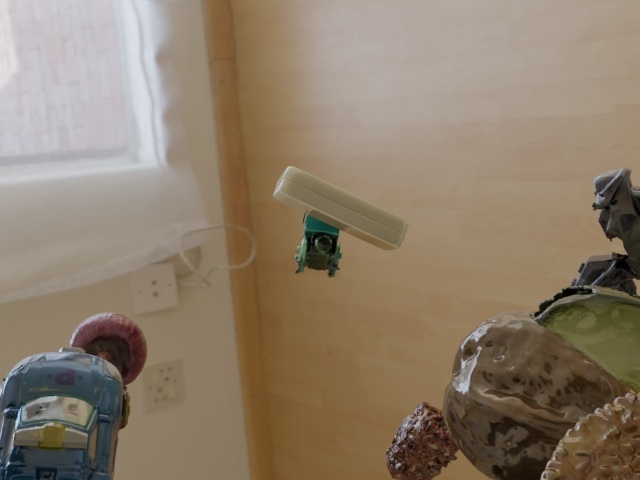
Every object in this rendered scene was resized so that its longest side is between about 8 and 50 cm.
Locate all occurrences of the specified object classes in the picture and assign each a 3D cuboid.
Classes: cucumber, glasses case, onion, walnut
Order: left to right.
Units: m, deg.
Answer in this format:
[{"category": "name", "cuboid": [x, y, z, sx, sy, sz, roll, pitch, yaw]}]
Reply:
[{"category": "onion", "cuboid": [-0.479, 0.250, 1.829, 0.153, 0.177, 0.177, -23, 81, 64]}, {"category": "glasses case", "cuboid": [0.046, -0.071, 1.885, 0.070, 0.313, 0.131, -66, 8, -7]}, {"category": "walnut", "cuboid": [0.315, 0.234, 1.178, 0.273, 0.273, 0.227, 47, 175, 31]}, {"category": "cucumber", "cuboid": [0.368, 0.128, 0.847, 0.325, 0.145, 0.105, 32, 96, -5]}]

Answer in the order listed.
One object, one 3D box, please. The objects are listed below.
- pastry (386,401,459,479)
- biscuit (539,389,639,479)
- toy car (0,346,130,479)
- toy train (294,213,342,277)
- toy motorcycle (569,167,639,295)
[{"category": "pastry", "cuboid": [0.192, 0.401, 1.570, 0.208, 0.097, 0.115, 121, 156, -43]}, {"category": "biscuit", "cuboid": [0.303, 0.253, 0.607, 0.305, 0.305, 0.038, 58, 166, 23]}, {"category": "toy car", "cuboid": [-0.372, 0.286, 1.129, 0.166, 0.198, 0.314, 115, 159, -57]}, {"category": "toy train", "cuboid": [0.000, 0.000, 2.043, 0.203, 0.112, 0.163, 107, 171, -73]}, {"category": "toy motorcycle", "cuboid": [0.499, -0.010, 1.359, 0.159, 0.106, 0.270, 29, 115, 13]}]
